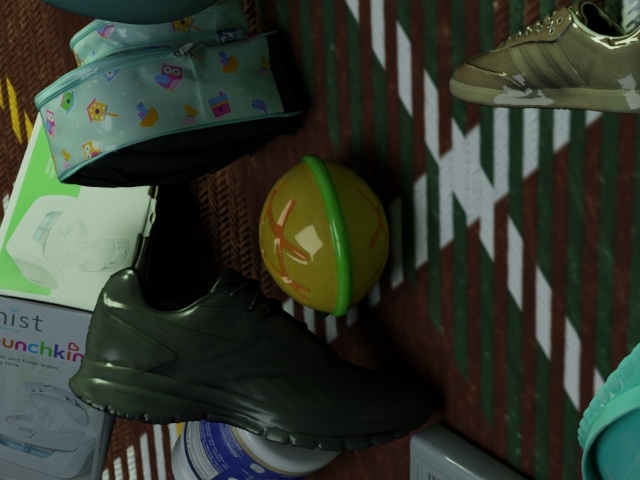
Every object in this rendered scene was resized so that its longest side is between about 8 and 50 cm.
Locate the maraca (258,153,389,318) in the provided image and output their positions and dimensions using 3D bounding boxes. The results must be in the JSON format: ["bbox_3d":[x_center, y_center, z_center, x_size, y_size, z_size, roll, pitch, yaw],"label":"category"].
[{"bbox_3d":[0.000,0.000,1.450,0.186,0.099,0.127,124,137,-77],"label":"maraca"}]

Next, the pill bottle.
[{"bbox_3d":[-0.058,0.171,1.612,0.112,0.112,0.186,62,147,9],"label":"pill bottle"}]

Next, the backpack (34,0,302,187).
[{"bbox_3d":[-0.133,-0.115,1.484,0.166,0.188,0.144,-19,93,58],"label":"backpack"}]

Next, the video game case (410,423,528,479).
[{"bbox_3d":[0.188,0.336,1.428,0.329,0.036,0.300,29,131,43],"label":"video game case"}]

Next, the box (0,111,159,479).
[{"bbox_3d":[-0.220,0.050,1.642,0.262,0.126,0.231,-82,3,-48],"label":"box"}]

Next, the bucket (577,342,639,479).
[{"bbox_3d":[0.281,0.110,0.965,0.183,0.281,0.281,55,145,25],"label":"bucket"}]

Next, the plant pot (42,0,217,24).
[{"bbox_3d":[-0.141,-0.273,1.365,0.290,0.290,0.195,37,164,38],"label":"plant pot"}]

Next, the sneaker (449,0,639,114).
[{"bbox_3d":[0.161,-0.119,1.193,0.188,0.066,0.071,8,99,47],"label":"sneaker"}]

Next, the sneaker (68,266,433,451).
[{"bbox_3d":[-0.047,0.092,1.449,0.109,0.286,0.130,-168,88,-82],"label":"sneaker"}]
